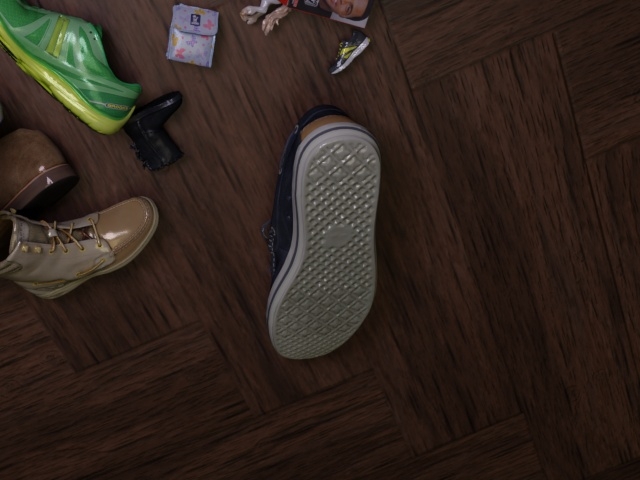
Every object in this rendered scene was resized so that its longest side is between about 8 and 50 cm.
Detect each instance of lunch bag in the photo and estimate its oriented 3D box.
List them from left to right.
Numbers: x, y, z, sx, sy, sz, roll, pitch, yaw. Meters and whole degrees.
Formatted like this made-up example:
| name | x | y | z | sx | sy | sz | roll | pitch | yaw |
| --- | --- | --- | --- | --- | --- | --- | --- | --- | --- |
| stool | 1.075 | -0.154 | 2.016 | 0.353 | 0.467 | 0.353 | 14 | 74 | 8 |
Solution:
| name | x | y | z | sx | sy | sz | roll | pitch | yaw |
| --- | --- | --- | --- | --- | --- | --- | --- | --- | --- |
| lunch bag | -0.194 | -0.310 | 1.243 | 0.071 | 0.053 | 0.083 | 9 | 106 | -15 |

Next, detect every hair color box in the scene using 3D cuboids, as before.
| name | x | y | z | sx | sy | sz | roll | pitch | yaw |
| --- | --- | --- | --- | --- | --- | --- | --- | --- | --- |
| hair color box | 0.012 | -0.371 | 1.229 | 0.141 | 0.043 | 0.072 | 5 | 117 | -32 |

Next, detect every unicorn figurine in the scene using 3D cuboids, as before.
| name | x | y | z | sx | sy | sz | roll | pitch | yaw |
| --- | --- | --- | --- | --- | --- | --- | --- | --- | --- |
| unicorn figurine | -0.095 | -0.395 | 1.219 | 0.111 | 0.060 | 0.162 | -35 | 132 | 2 |

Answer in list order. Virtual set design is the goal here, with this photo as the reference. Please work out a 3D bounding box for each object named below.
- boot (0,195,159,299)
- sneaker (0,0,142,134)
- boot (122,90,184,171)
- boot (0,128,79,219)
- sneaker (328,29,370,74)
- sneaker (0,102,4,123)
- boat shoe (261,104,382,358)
| name | x | y | z | sx | sy | sz | roll | pitch | yaw |
| --- | --- | --- | --- | --- | --- | --- | --- | --- | --- |
| boot | -0.401 | -0.006 | 1.285 | 0.261 | 0.095 | 0.203 | -28 | 158 | 10 |
| sneaker | -0.386 | -0.289 | 1.208 | 0.123 | 0.109 | 0.295 | -48 | 114 | -10 |
| boot | -0.251 | -0.170 | 1.307 | 0.121 | 0.045 | 0.099 | -25 | 116 | 12 |
| boot | -0.524 | -0.061 | 1.307 | 0.305 | 0.112 | 0.115 | -35 | 86 | 14 |
| sneaker | 0.040 | -0.298 | 1.303 | 0.083 | 0.031 | 0.035 | -43 | 102 | 8 |
| sneaker | -0.588 | -0.071 | 1.222 | 0.322 | 0.130 | 0.236 | -17 | 124 | -2 |
| boat shoe | 0.000 | 0.000 | 1.380 | 0.186 | 0.156 | 0.501 | -3 | 129 | -13 |
